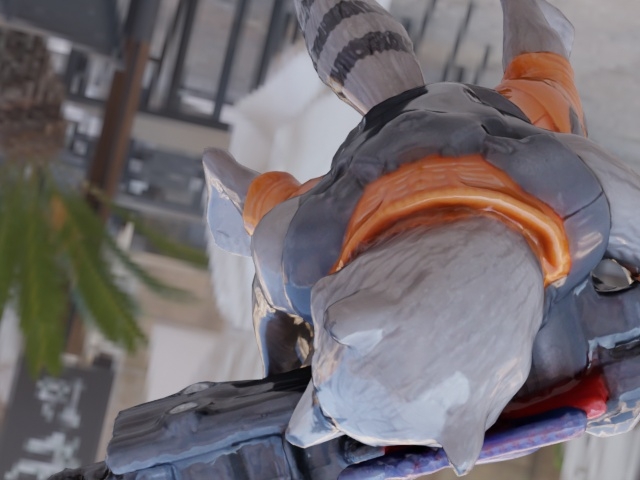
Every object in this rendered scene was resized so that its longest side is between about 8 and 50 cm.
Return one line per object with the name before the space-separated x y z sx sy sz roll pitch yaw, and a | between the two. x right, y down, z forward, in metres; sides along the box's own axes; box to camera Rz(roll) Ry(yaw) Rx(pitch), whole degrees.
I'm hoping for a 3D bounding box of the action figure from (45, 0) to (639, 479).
action figure | 0.000 0.000 0.676 0.341 0.178 0.330 -18 -160 0
